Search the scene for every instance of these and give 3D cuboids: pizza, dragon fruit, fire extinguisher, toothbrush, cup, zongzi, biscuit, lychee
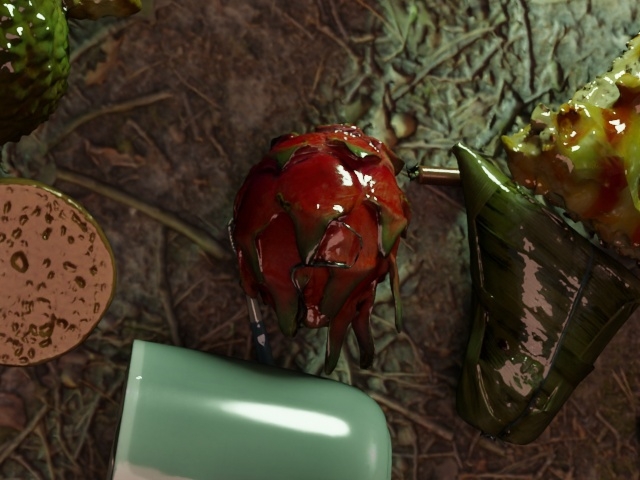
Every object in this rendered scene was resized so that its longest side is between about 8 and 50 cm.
[{"bbox_3d":[0.379,-0.077,1.546,0.406,0.130,0.440,-6,92,-31],"label":"pizza"},{"bbox_3d":[0.000,0.000,1.489,0.192,0.193,0.274,-3,70,30],"label":"dragon fruit"},{"bbox_3d":[0.134,-0.074,1.599,0.083,0.022,0.028,4,131,-10],"label":"fire extinguisher"},{"bbox_3d":[-0.065,0.109,1.579,0.019,0.025,0.276,-14,98,-10],"label":"toothbrush"},{"bbox_3d":[-0.090,0.290,1.491,0.274,0.259,0.357,10,126,-7],"label":"cup"},{"bbox_3d":[0.185,0.066,1.571,0.274,0.125,0.251,38,81,-11],"label":"zongzi"},{"bbox_3d":[-0.360,0.041,1.508,0.288,0.044,0.202,-10,97,-8],"label":"biscuit"},{"bbox_3d":[-0.347,-0.211,1.378,0.320,0.270,0.270,-8,97,-35],"label":"lychee"}]
